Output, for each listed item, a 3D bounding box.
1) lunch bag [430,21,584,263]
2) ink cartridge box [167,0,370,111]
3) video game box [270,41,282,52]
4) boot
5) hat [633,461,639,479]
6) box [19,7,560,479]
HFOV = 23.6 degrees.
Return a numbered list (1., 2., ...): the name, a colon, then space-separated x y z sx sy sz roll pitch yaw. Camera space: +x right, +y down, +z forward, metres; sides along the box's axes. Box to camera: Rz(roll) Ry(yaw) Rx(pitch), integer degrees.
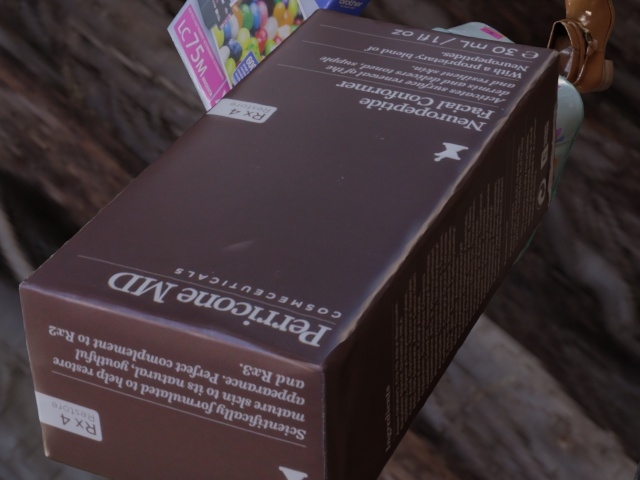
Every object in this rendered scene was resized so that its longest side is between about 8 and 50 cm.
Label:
1. lunch bag: 0.171 -0.105 1.819 0.108 0.224 0.279 -19 -40 -43
2. ink cartridge box: -0.050 -0.279 1.762 0.065 0.186 0.311 3 -39 -44
3. video game box: 0.019 -0.094 1.654 0.048 0.205 0.187 -26 -44 8
4. boot: 0.382 -0.319 2.292 0.073 0.197 0.152 -16 -10 33
5. hat: 0.488 0.297 1.569 0.331 0.331 0.134 -53 -35 11
6. box: 0.000 0.000 0.962 0.381 0.191 0.143 -52 -32 -47
